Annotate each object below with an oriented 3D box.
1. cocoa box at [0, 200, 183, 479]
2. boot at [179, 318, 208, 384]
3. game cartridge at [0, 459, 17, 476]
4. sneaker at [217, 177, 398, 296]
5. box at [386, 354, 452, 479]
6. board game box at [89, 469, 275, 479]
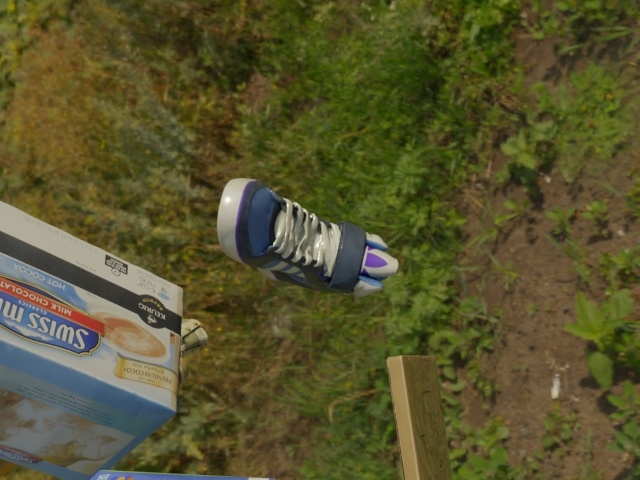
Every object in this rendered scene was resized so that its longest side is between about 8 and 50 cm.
[{"bbox_3d":[-0.390,0.140,1.092,0.231,0.347,0.228,-42,34,27],"label":"cocoa box"},{"bbox_3d":[-0.273,0.206,1.528,0.213,0.165,0.077,4,108,45],"label":"boot"},{"bbox_3d":[-0.464,0.191,1.344,0.285,0.323,0.053,42,143,24],"label":"game cartridge"},{"bbox_3d":[0.000,0.001,1.243,0.236,0.323,0.130,6,73,16],"label":"sneaker"},{"bbox_3d":[0.120,0.232,0.929,0.021,0.164,0.201,-12,79,19],"label":"box"},{"bbox_3d":[-0.129,0.430,0.910,0.233,0.078,0.347,-4,108,24],"label":"board game box"}]
